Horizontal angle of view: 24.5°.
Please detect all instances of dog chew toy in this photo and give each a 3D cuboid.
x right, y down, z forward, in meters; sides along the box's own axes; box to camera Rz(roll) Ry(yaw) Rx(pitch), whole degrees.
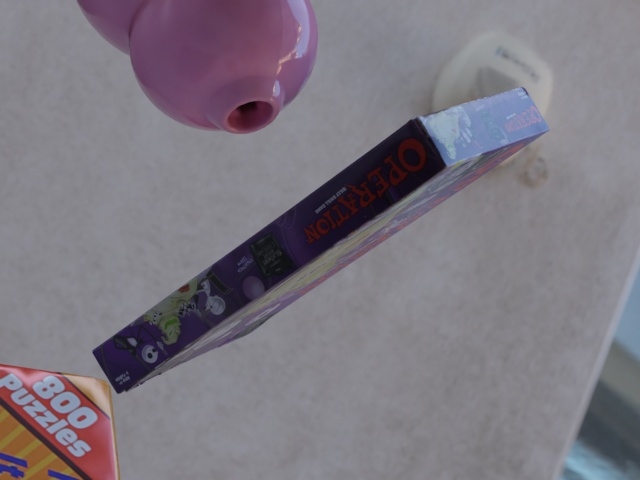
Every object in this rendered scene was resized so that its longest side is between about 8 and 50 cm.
[{"bbox_3d":[-0.096,-0.219,1.052,0.206,0.332,0.206,-16,-29,-9],"label":"dog chew toy"}]

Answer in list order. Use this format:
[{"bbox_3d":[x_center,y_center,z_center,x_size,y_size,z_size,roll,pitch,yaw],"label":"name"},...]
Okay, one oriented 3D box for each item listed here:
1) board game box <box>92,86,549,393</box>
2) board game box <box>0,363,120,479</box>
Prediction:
[{"bbox_3d":[0.000,0.000,1.158,0.347,0.208,0.056,-35,-92,31],"label":"board game box"},{"bbox_3d":[-0.288,0.280,0.589,0.356,0.356,0.356,10,-53,-21],"label":"board game box"}]
